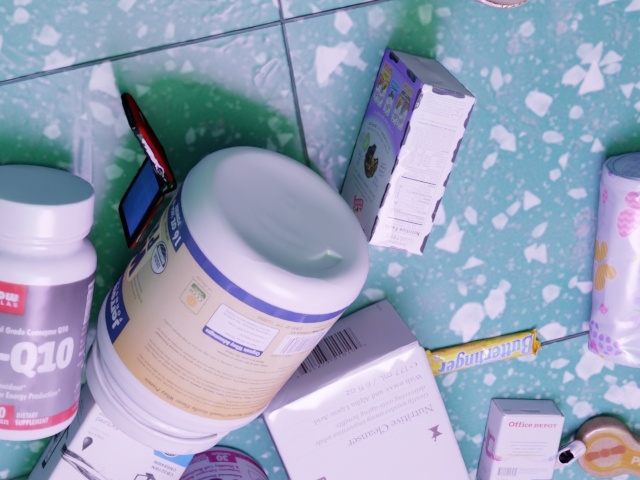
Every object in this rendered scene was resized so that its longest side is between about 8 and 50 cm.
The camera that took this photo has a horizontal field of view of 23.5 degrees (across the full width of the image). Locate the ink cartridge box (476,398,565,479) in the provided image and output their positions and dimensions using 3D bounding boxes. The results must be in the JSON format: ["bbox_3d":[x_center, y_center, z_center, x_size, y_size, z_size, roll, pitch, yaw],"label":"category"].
[{"bbox_3d":[0.265,0.274,2.039,0.088,0.052,0.122,3,112,-15],"label":"ink cartridge box"}]

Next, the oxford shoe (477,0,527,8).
[{"bbox_3d":[0.119,-0.391,1.681,0.397,0.146,0.140,41,97,-24],"label":"oxford shoe"}]

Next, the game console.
[{"bbox_3d":[-0.215,-0.081,1.728,0.085,0.144,0.124,-30,115,-1],"label":"game console"}]

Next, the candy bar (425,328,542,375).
[{"bbox_3d":[0.209,0.146,1.993,0.161,0.018,0.040,-11,114,-8],"label":"candy bar"}]

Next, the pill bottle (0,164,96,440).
[{"bbox_3d":[-0.341,0.069,1.750,0.161,0.161,0.283,4,111,-15],"label":"pill bottle"}]

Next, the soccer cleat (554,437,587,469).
[{"bbox_3d":[0.321,0.290,2.051,0.029,0.035,0.083,56,136,3],"label":"soccer cleat"}]

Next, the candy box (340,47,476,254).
[{"bbox_3d":[0.097,-0.105,1.782,0.070,0.165,0.196,12,109,-17],"label":"candy box"}]

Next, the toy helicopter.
[{"bbox_3d":[0.519,0.299,2.073,0.355,0.140,0.235,15,114,-6],"label":"toy helicopter"}]

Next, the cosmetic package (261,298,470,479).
[{"bbox_3d":[0.070,0.297,1.944,0.217,0.156,0.385,-25,114,-5],"label":"cosmetic package"}]

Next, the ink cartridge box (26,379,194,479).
[{"bbox_3d":[-0.259,0.280,1.896,0.148,0.086,0.203,27,103,-22],"label":"ink cartridge box"}]

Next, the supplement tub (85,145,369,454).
[{"bbox_3d":[-0.113,0.074,1.732,0.228,0.228,0.316,23,127,-21],"label":"supplement tub"}]

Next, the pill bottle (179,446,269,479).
[{"bbox_3d":[-0.112,0.385,1.865,0.160,0.283,0.160,-5,113,-12],"label":"pill bottle"}]

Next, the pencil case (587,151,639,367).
[{"bbox_3d":[0.407,0.023,1.938,0.124,0.113,0.273,-5,113,-17],"label":"pencil case"}]
